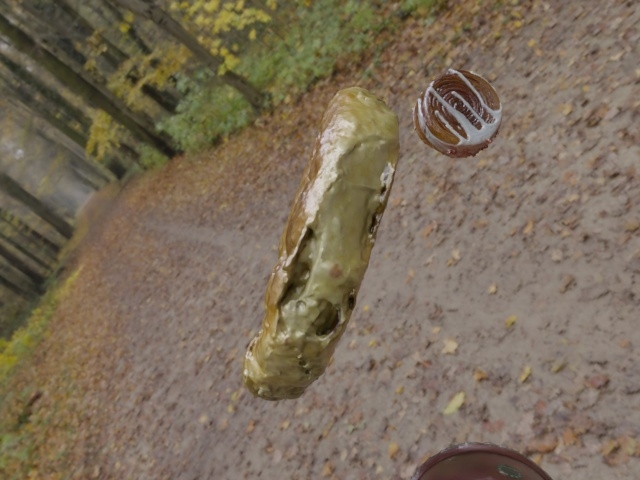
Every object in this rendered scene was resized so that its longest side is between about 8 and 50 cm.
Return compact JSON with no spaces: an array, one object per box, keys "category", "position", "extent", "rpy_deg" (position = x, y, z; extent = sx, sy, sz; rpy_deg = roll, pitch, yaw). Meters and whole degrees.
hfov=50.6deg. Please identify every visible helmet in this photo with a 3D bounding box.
[{"category":"helmet","position":[0.133,0.261,0.551],"extent":[0.106,0.155,0.175],"rpy_deg":[36,-112,-77]}]

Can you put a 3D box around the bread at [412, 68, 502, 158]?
[{"category":"bread","position":[0.251,-0.228,1.227],"extent":[0.160,0.160,0.073],"rpy_deg":[-58,3,-20]}]

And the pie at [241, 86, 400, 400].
[{"category":"pie","position":[0.000,0.000,0.707],"extent":[0.339,0.083,0.339],"rpy_deg":[-162,90,-88]}]
